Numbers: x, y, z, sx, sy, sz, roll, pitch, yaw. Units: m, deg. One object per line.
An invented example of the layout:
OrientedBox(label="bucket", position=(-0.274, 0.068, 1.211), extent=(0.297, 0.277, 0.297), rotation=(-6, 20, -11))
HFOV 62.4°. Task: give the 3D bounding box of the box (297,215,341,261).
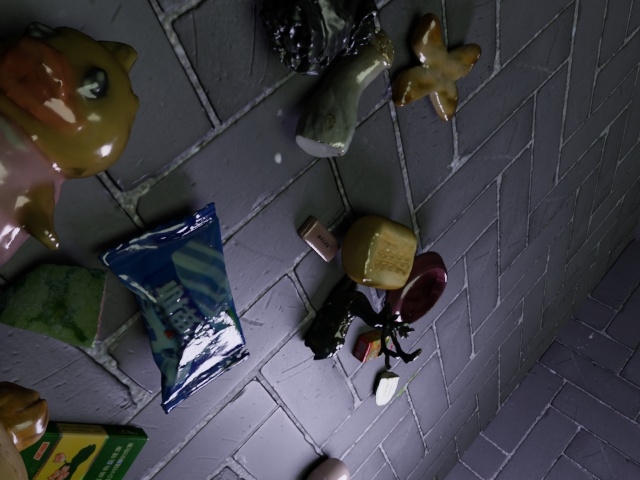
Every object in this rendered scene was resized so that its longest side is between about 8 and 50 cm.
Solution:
OrientedBox(label="box", position=(0.000, 0.000, 1.002), extent=(0.048, 0.025, 0.115), rotation=(-53, 143, -8))

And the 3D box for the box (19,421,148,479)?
OrientedBox(label="box", position=(-0.390, 0.341, 0.802), extent=(0.132, 0.034, 0.235), rotation=(-57, 144, 1))

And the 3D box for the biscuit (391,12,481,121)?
OrientedBox(label="biscuit", position=(0.220, -0.318, 1.000), extent=(0.208, 0.047, 0.164), rotation=(0, 115, -49))

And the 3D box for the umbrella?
OrientedBox(label="umbrella", position=(0.065, -0.361, 0.733), extent=(0.336, 0.128, 0.154), rotation=(-43, 139, -23))

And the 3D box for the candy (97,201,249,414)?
OrientedBox(label="candy", position=(-0.205, 0.114, 0.812), extent=(0.187, 0.077, 0.331), rotation=(-32, 134, -34))

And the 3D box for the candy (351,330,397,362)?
OrientedBox(label="candy", position=(0.138, 0.265, 1.342), extent=(0.122, 0.038, 0.062), rotation=(-5, 119, -47))

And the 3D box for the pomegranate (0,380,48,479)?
OrientedBox(label="pomegranate", position=(-0.422, 0.252, 0.441), extent=(0.410, 0.410, 0.410), rotation=(-28, 135, -33))

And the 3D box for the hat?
OrientedBox(label="hat", position=(0.219, 0.110, 1.280), extent=(0.205, 0.089, 0.205), rotation=(-24, 132, -29))

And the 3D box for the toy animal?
OrientedBox(label="toy animal", position=(-0.284, -0.095, 0.505), extent=(0.281, 0.195, 0.169), rotation=(-48, -178, -6))

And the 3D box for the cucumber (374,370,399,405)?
OrientedBox(label="cucumber", position=(0.179, 0.422, 1.507), extent=(0.067, 0.035, 0.107), rotation=(-1, 119, -28))

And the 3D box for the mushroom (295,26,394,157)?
OrientedBox(label="mushroom", position=(0.041, -0.234, 0.827), extent=(0.081, 0.092, 0.223), rotation=(37, 79, -37))

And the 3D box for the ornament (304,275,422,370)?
OrientedBox(label="ornament", position=(0.086, 0.202, 1.072), extent=(0.080, 0.236, 0.202), rotation=(28, 93, -48))

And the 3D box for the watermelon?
OrientedBox(label="watermelon", position=(-0.295, 0.087, 0.668), extent=(0.158, 0.121, 0.098), rotation=(49, 56, -57))

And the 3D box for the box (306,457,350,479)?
OrientedBox(label="box", position=(0.017, 0.702, 1.483), extent=(0.146, 0.088, 0.200), rotation=(-25, 132, -38))

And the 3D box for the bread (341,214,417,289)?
OrientedBox(label="bread", position=(0.115, 0.024, 1.085), extent=(0.217, 0.098, 0.147), rotation=(22, 81, -53))
